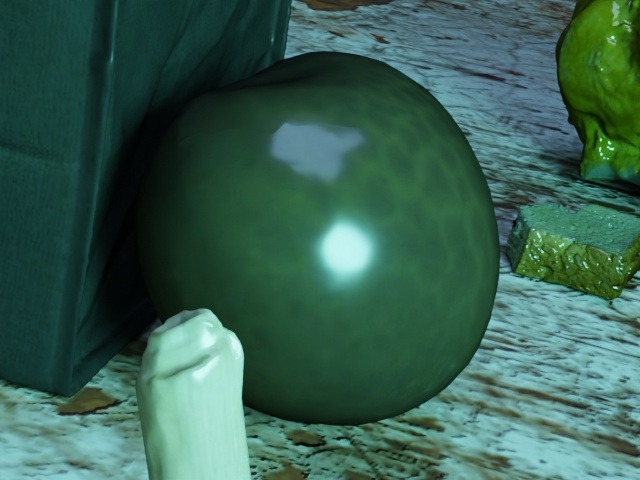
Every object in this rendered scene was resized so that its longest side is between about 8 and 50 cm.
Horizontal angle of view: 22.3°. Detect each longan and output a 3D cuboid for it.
[{"bbox_3d":[0.000,0.000,0.838,0.198,0.198,0.212,12,23,3],"label":"longan"}]

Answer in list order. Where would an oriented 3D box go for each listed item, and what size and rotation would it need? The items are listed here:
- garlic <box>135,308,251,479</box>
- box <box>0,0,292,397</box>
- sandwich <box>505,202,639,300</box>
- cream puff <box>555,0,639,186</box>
[{"bbox_3d":[-0.024,0.123,0.477,0.199,0.226,0.199,4,20,-2],"label":"garlic"},{"bbox_3d":[-0.158,-0.105,0.932,0.204,0.251,0.345,15,23,11],"label":"box"},{"bbox_3d":[0.178,0.002,1.116,0.093,0.036,0.105,19,23,23],"label":"sandwich"},{"bbox_3d":[0.311,-0.093,1.260,0.281,0.185,0.282,15,-19,5],"label":"cream puff"}]
